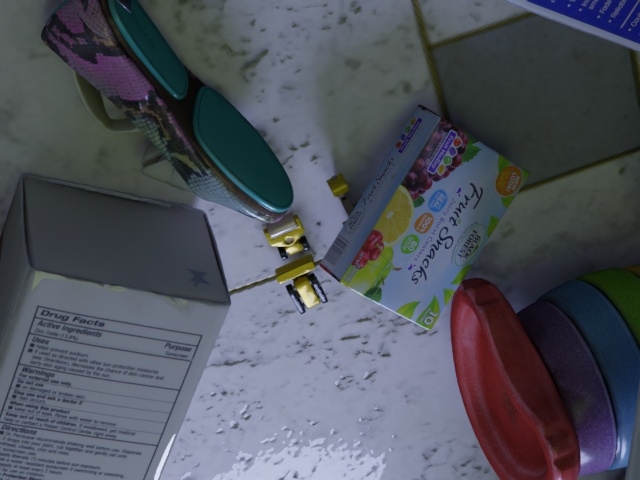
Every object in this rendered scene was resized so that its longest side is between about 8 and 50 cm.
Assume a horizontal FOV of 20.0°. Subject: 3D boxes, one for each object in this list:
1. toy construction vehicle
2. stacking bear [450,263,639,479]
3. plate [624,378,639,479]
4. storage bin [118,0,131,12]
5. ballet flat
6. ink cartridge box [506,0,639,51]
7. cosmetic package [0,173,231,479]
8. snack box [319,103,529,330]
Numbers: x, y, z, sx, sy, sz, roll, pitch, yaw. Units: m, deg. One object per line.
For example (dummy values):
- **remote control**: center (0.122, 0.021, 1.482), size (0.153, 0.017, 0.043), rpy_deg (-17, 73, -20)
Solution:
- **toy construction vehicle**: center (0.000, 0.000, 1.365), size (0.086, 0.035, 0.098), rpy_deg (-26, 134, 5)
- **stacking bear**: center (0.264, 0.084, 1.419), size (0.289, 0.175, 0.164), rpy_deg (-20, 155, -13)
- **plate**: center (0.335, 0.218, 1.304), size (0.277, 0.045, 0.278), rpy_deg (16, 75, -8)
- **storage bin**: center (-0.123, -0.213, 1.130), size (0.091, 0.135, 0.098), rpy_deg (-42, 124, 4)
- **ballet flat**: center (-0.110, -0.087, 1.258), size (0.079, 0.077, 0.221), rpy_deg (-26, 124, 26)
- **ink cartridge box**: center (0.255, -0.211, 1.232), size (0.371, 0.069, 0.176), rpy_deg (13, 121, -35)
- **cosmetic package**: center (-0.188, 0.116, 1.335), size (0.153, 0.129, 0.296), rpy_deg (13, 120, -21)
- **snack box**: center (0.077, -0.016, 1.341), size (0.100, 0.037, 0.141), rpy_deg (28, 96, -37)
